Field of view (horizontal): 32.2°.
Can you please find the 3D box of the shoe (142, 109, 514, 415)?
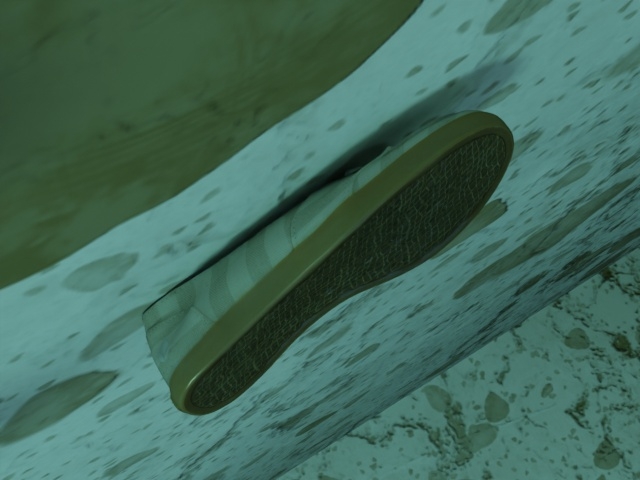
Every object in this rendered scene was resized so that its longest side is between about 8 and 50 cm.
[{"bbox_3d":[0.000,0.000,0.564,0.219,0.058,0.076,-38,147,3],"label":"shoe"}]
